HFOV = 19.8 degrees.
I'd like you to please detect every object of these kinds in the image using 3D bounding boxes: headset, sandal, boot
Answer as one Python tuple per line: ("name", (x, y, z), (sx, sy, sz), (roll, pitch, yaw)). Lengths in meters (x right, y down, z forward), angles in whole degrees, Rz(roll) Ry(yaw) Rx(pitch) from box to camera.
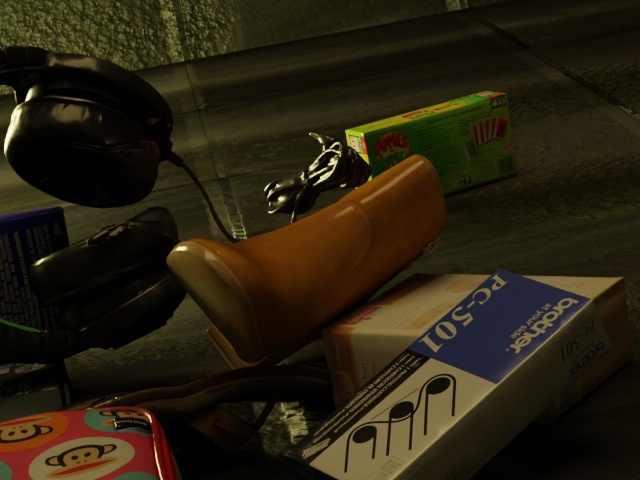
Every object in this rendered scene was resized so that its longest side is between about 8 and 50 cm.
("headset", (-0.156, -0.036, 1.440), (0.394, 0.243, 0.185), (-1, -14, -40))
("sandal", (-0.089, 0.129, 1.322), (0.219, 0.060, 0.090), (-8, -6, -41))
("boot", (0.001, 0.001, 1.385), (0.211, 0.104, 0.295), (-39, -14, -8))

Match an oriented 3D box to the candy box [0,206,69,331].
("candy box", (-0.400, 0.065, 1.544), (0.317, 0.122, 0.268), (-12, 2, -32))

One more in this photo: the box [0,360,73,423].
("box", (-0.298, 0.155, 1.375), (0.232, 0.059, 0.183), (-13, 15, -7))

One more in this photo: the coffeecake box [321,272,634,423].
("coffeecake box", (0.119, 0.077, 1.377), (0.185, 0.068, 0.142), (1, 18, 35))

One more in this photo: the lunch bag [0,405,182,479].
("lunch bag", (-0.213, 0.205, 1.044), (0.293, 0.120, 0.258), (-13, 19, -6))

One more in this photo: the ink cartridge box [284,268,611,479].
("ink cartridge box", (0.085, 0.105, 1.202), (0.207, 0.046, 0.097), (-39, 31, -22))

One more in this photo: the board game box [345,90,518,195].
("board game box", (0.122, -0.095, 1.975), (0.181, 0.092, 0.043), (-17, 15, -25))
